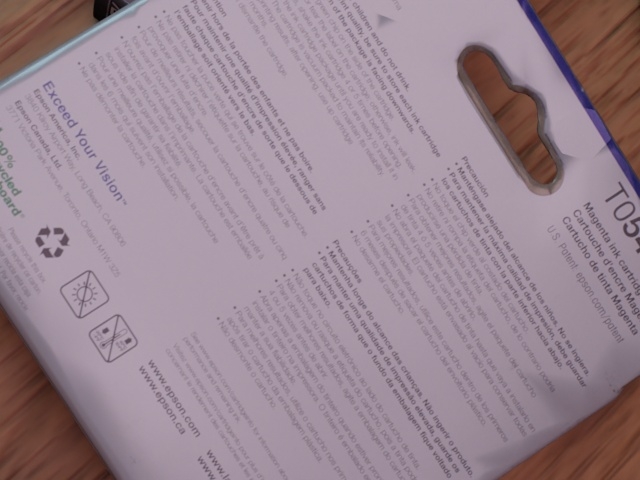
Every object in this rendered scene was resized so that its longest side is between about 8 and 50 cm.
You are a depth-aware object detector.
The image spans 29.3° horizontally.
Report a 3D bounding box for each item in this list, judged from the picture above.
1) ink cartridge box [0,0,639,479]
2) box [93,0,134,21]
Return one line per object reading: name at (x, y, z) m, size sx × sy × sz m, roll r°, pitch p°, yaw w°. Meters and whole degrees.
ink cartridge box at (0.000, 0.000, 0.681) m, size 0.330 × 0.071 × 0.324 m, roll -33°, pitch 93°, yaw -8°
box at (-0.003, -0.186, 0.766) m, size 0.183 × 0.056 × 0.231 m, roll 33°, pitch 74°, yaw -5°
